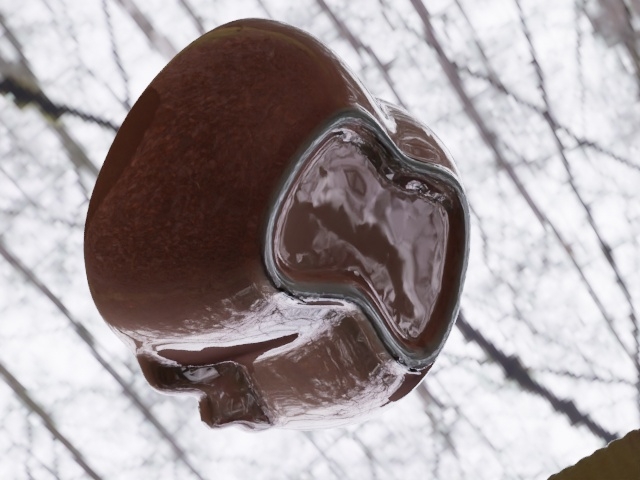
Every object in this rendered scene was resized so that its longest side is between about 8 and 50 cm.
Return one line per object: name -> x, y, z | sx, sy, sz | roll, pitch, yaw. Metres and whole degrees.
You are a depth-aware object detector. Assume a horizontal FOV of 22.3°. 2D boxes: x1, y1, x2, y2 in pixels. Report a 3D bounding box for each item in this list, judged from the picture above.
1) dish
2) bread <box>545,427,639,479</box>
dish -> 0.000, 0.000, 0.776 | 0.090, 0.213, 0.213 | 2, -128, 48
bread -> 0.263, 0.304, 1.162 | 0.187, 0.155, 0.338 | -33, -134, 17
